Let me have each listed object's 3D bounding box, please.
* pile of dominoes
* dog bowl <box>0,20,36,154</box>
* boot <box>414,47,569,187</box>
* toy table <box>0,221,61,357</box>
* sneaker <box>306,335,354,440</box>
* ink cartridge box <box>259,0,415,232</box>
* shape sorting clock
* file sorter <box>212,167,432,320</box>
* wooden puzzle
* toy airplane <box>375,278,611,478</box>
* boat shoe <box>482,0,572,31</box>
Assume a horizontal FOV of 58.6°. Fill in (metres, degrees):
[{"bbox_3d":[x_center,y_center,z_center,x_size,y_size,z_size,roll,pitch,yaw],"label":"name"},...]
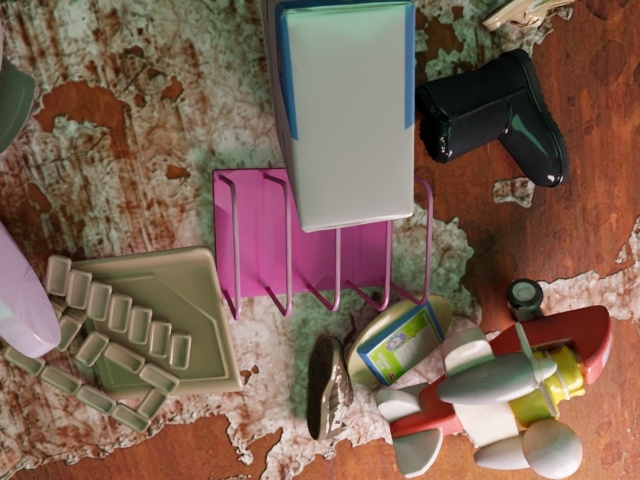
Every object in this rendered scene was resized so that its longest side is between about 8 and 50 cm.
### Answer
[{"bbox_3d":[-0.314,0.146,0.824,0.251,0.040,0.196,34,108,-12],"label":"pile of dominoes"},{"bbox_3d":[-0.446,-0.240,0.584,0.102,0.349,0.348,-1,103,9],"label":"dog bowl"},{"bbox_3d":[0.271,-0.166,0.924,0.207,0.094,0.246,-26,101,-13],"label":"boot"},{"bbox_3d":[-0.450,0.057,0.673,0.161,0.252,0.274,-35,67,-10],"label":"toy table"},{"bbox_3d":[0.022,0.247,0.970,0.071,0.066,0.188,-1,108,-33],"label":"sneaker"},{"bbox_3d":[0.010,-0.181,0.686,0.129,0.307,0.223,-8,118,-6],"label":"ink cartridge box"},{"bbox_3d":[0.133,0.166,0.952,0.206,0.040,0.206,-22,136,-23],"label":"shape sorting clock"},{"bbox_3d":[0.000,0.000,0.837,0.291,0.182,0.201,-3,102,-15],"label":"file sorter"},{"bbox_3d":[-0.238,0.125,0.837,0.221,0.044,0.238,-7,109,12],"label":"wooden puzzle"},{"bbox_3d":[0.289,0.275,0.929,0.386,0.272,0.384,1,126,-34],"label":"toy airplane"},{"bbox_3d":[0.341,-0.373,0.917,0.170,0.063,0.059,-31,103,-9],"label":"boat shoe"}]
